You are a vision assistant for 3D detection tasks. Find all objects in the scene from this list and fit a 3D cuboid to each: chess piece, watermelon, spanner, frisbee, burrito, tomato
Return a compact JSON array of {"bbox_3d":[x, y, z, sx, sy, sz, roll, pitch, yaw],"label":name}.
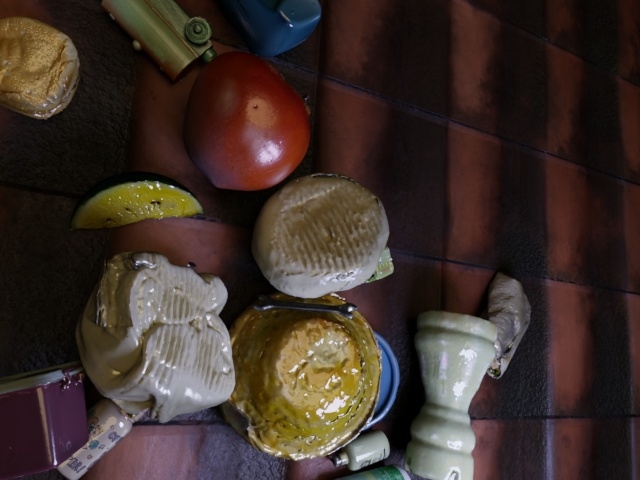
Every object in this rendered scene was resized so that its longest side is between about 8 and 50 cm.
[{"bbox_3d":[0.359,0.436,1.318,0.234,0.234,0.442,24,66,-22],"label":"chess piece"},{"bbox_3d":[-0.430,-0.096,1.099,0.301,0.123,0.129,-12,109,-26],"label":"watermelon"},{"bbox_3d":[-0.036,0.160,1.137,0.254,0.054,0.015,5,119,0],"label":"spanner"},{"bbox_3d":[0.079,0.377,1.303,0.289,0.049,0.289,3,77,-15],"label":"frisbee"},{"bbox_3d":[0.611,0.268,1.555,0.190,0.135,0.332,42,63,-8],"label":"burrito"},{"bbox_3d":[-0.182,-0.271,1.130,0.321,0.321,0.321,4,81,-27],"label":"tomato"}]

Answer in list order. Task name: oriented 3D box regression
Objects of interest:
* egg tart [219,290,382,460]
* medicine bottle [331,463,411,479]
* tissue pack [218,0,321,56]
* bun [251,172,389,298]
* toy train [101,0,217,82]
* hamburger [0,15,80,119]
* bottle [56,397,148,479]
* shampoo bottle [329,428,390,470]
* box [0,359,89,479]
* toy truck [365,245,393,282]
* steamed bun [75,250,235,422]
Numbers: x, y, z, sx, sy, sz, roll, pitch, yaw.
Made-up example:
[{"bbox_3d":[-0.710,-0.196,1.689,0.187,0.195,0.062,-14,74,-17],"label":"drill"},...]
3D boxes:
[{"bbox_3d":[-0.032,0.324,1.162,0.443,0.178,0.443,4,76,-16],"label":"egg tart"},{"bbox_3d":[0.102,0.683,1.230,0.274,0.133,0.133,0,82,-26],"label":"medicine bottle"},{"bbox_3d":[-0.153,-0.649,1.265,0.198,0.206,0.287,-44,104,-35],"label":"tissue pack"},{"bbox_3d":[0.000,0.000,1.212,0.359,0.211,0.360,2,58,-4],"label":"bun"},{"bbox_3d":[-0.399,-0.535,1.173,0.177,0.116,0.285,-47,105,-12],"label":"toy train"},{"bbox_3d":[-0.635,-0.378,1.022,0.213,0.108,0.214,5,79,-26],"label":"hamburger"},{"bbox_3d":[-0.460,0.395,0.995,0.209,0.110,0.097,-42,106,-25],"label":"bottle"},{"bbox_3d":[0.105,0.575,1.276,0.162,0.079,0.079,-8,86,-28],"label":"shampoo bottle"},{"bbox_3d":[-0.582,0.337,0.852,0.294,0.193,0.167,-12,83,-6],"label":"box"},{"bbox_3d":[0.149,0.021,1.360,0.085,0.116,0.191,-20,91,-27],"label":"toy truck"},{"bbox_3d":[-0.363,0.199,1.010,0.394,0.237,0.346,66,23,-19],"label":"steamed bun"}]
